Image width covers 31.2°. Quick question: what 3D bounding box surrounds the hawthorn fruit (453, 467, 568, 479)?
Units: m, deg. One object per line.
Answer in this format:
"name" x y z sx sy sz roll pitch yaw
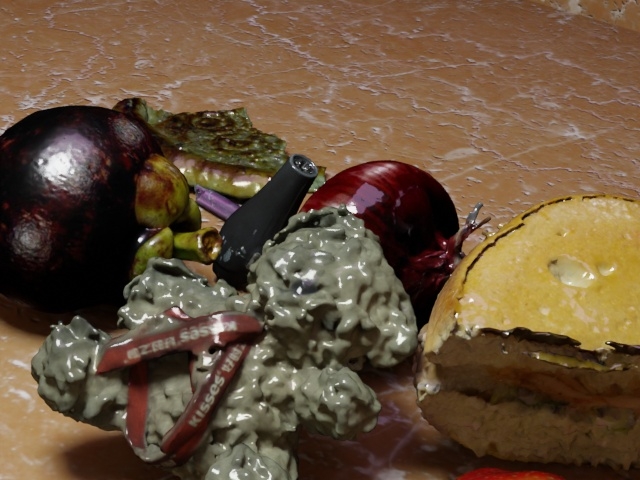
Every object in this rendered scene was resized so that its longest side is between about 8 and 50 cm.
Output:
"hawthorn fruit" 0.170 0.304 1.112 0.188 0.169 0.169 -4 30 -17

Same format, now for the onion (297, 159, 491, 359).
"onion" 0.097 0.027 1.465 0.285 0.273 0.273 7 25 38

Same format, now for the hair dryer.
"hair dryer" 0.000 0.000 1.634 0.272 0.235 0.091 20 37 -26

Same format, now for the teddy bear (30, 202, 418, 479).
"teddy bear" -0.074 0.108 1.243 0.357 0.367 0.224 33 -3 27

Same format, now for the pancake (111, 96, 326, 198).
"pancake" -0.186 -0.166 1.992 0.305 0.066 0.427 -12 31 -31

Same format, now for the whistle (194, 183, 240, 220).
"whistle" -0.142 -0.045 1.812 0.033 0.033 0.176 -22 39 -39

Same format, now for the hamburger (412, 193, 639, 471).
"hamburger" 0.315 0.096 1.322 0.446 0.268 0.287 7 49 -8

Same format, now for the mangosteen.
"mangosteen" -0.317 -0.026 1.534 0.297 0.313 0.297 -33 21 15
